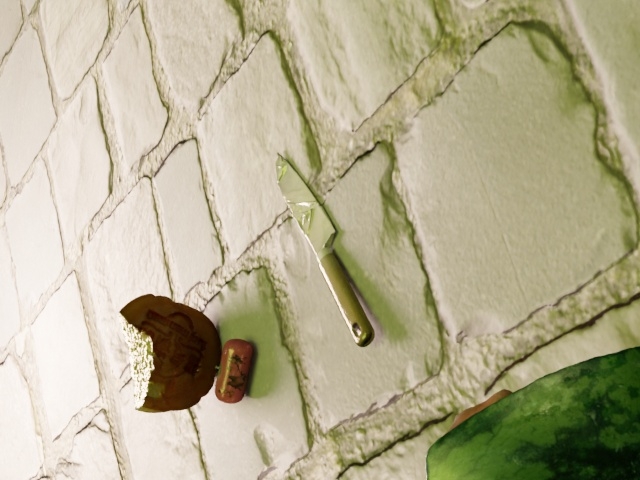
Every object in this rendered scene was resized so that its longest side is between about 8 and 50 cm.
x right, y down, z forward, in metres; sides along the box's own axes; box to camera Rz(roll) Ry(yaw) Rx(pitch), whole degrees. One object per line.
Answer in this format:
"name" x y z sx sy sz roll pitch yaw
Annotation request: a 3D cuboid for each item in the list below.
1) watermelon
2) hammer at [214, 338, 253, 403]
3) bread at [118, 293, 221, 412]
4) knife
"watermelon" 0.173 0.266 0.825 0.319 0.222 0.292 -41 52 44
"hammer" -0.110 0.164 1.357 0.043 0.043 0.083 31 112 50
"bread" -0.197 0.145 1.411 0.086 0.125 0.156 -27 77 58
"knife" 0.002 0.000 1.235 0.047 0.017 0.298 -58 42 31
